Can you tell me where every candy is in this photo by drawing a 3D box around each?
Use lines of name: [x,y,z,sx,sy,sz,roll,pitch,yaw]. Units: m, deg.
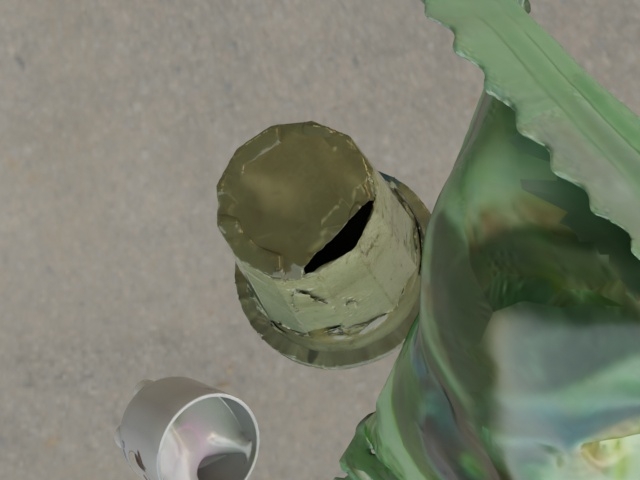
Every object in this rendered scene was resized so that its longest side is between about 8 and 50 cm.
candy: [0.111,0.101,0.669,0.172,0.263,0.397,-8,132,-29]

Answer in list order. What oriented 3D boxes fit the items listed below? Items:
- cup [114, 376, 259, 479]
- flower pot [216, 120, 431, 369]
cup: [-0.153,0.238,1.509,0.173,0.142,0.134,46,72,-33]
flower pot: [0.000,0.000,1.184,0.212,0.212,0.202,-21,162,5]
